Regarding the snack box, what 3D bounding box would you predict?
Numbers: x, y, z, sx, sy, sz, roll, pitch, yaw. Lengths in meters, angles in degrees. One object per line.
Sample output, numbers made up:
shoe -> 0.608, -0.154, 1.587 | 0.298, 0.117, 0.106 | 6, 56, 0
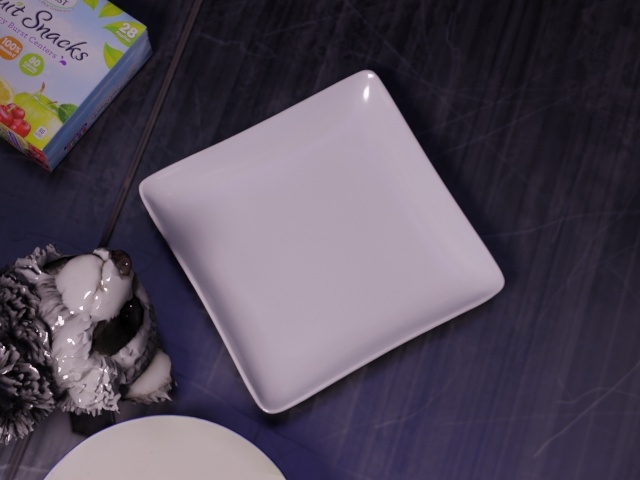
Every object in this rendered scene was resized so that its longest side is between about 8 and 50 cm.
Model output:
snack box -> -0.309, -0.201, 1.439 | 0.207, 0.070, 0.174 | 36, 74, 10

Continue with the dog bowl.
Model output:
dog bowl -> -0.139, 0.294, 1.249 | 0.265, 0.104, 0.264 | 1, 70, -2

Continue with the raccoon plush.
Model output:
raccoon plush -> -0.358, 0.129, 1.301 | 0.446, 0.299, 0.216 | -23, 73, 28

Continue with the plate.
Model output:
plate -> 0.000, 0.000, 1.390 | 0.277, 0.045, 0.278 | -28, 73, -12
